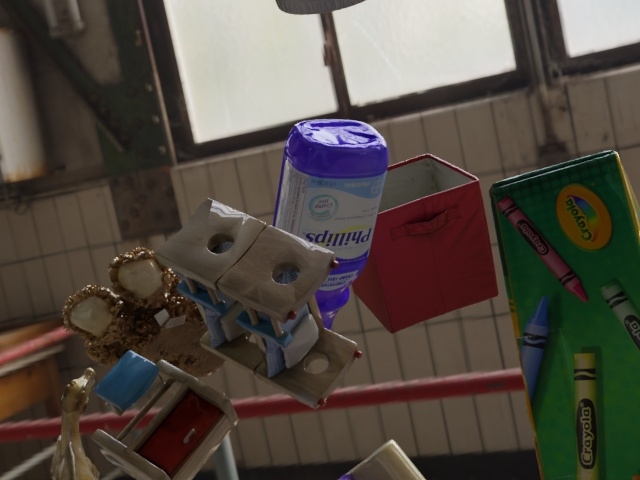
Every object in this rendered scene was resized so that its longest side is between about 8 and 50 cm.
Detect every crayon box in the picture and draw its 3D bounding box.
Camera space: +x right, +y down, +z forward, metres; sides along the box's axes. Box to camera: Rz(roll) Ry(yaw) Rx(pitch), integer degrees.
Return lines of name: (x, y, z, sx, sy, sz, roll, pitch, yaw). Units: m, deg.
crayon box: (0.180, 0.109, 0.520, 0.081, 0.278, 0.165, -17, -30, 21)

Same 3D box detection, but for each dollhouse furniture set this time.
dollhouse furniture set: (-0.077, 0.092, 0.672, 0.129, 0.129, 0.183, 23, 58, 30)

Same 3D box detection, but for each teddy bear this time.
teddy bear: (-0.248, 0.109, 1.356, 0.245, 0.113, 0.338, -53, -33, 14)

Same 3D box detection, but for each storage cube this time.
storage cube: (0.139, 0.000, 1.365, 0.184, 0.193, 0.215, -19, 22, -11)

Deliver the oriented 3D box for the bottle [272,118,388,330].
bottle: (0.000, 0.000, 1.050, 0.118, 0.282, 0.092, -3, 33, -24)

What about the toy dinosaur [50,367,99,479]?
toy dinosaur: (-0.154, 0.176, 0.573, 0.053, 0.183, 0.092, -8, -33, -20)

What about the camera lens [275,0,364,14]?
camera lens: (-0.009, -0.532, 1.442, 0.219, 0.274, 0.219, -11, 33, 7)

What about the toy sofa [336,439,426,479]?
toy sofa: (-0.005, 0.269, 0.538, 0.177, 0.150, 0.362, -46, -10, 34)
